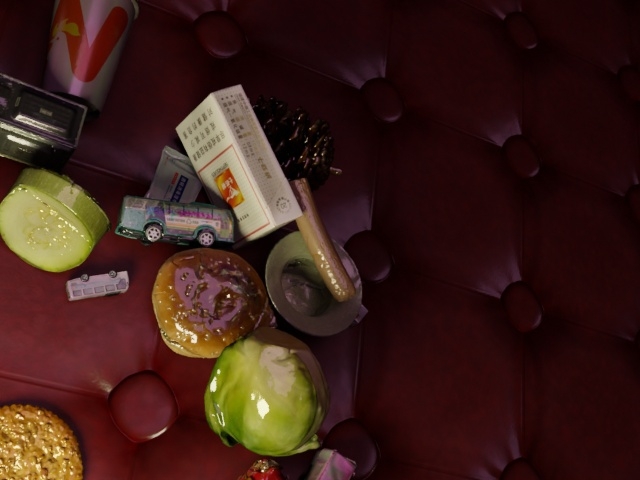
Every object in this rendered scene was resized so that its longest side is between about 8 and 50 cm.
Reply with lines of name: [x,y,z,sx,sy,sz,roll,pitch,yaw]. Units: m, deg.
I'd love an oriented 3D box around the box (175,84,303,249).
box: [-0.192,-0.162,1.865,0.095,0.210,0.330,-24,88,-36]

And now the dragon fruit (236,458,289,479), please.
dragon fruit: [-0.142,0.572,1.666,0.125,0.125,0.246,34,72,-29]

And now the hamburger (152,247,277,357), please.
hamburger: [-0.237,0.143,1.779,0.286,0.146,0.243,31,65,-16]

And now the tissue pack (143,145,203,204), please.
tissue pack: [-0.344,-0.118,1.894,0.123,0.026,0.193,26,61,-18]

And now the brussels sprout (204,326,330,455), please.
brussels sprout: [-0.109,0.321,1.683,0.259,0.294,0.227,26,26,27]

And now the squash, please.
squash: [-0.544,-0.047,1.642,0.220,0.220,0.133,37,54,-10]

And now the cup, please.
cup: [-0.537,-0.430,1.837,0.203,0.203,0.288,15,70,-22]

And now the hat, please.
hat: [-0.041,0.114,1.896,0.257,0.130,0.257,12,66,-28]

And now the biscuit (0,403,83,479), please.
biscuit: [-0.574,0.433,1.530,0.254,0.035,0.254,11,64,-24]

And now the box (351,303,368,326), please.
box: [0.059,0.153,1.993,0.117,0.036,0.050,49,55,-4]

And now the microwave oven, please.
microwave oven: [-0.624,-0.240,1.714,0.205,0.163,0.129,19,64,-24]

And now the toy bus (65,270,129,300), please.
toy bus: [-0.475,0.097,1.726,0.131,0.037,0.052,-8,75,-30]

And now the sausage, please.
sausage: [-0.002,0.000,1.846,0.066,0.066,0.301,-20,83,-33]

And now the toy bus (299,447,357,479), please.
toy bus: [-0.020,0.573,1.730,0.090,0.112,0.274,38,55,-5]

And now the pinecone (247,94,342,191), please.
pinecone: [-0.093,-0.224,1.969,0.309,0.244,0.244,35,56,7]

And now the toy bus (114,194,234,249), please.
toy bus: [-0.324,-0.034,1.817,0.262,0.091,0.109,8,74,-22]
